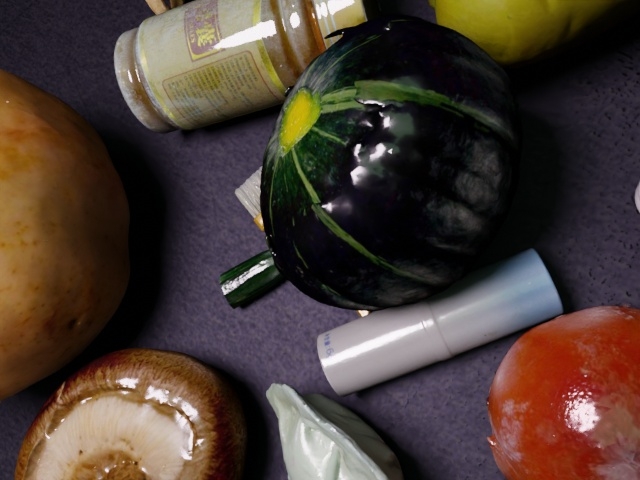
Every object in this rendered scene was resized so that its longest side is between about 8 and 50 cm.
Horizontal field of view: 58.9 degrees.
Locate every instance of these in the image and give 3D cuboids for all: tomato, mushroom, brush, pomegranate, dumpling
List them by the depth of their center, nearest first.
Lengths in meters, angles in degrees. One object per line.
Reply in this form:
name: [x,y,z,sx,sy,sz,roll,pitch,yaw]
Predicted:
tomato: [0.260,0.164,0.508,0.228,0.112,0.199,-45,79,9]
dumpling: [0.011,0.232,0.577,0.219,0.152,0.108,31,88,29]
mushroom: [-0.211,0.268,0.652,0.297,0.163,0.278,-47,59,5]
pomegranate: [-0.429,0.001,0.688,0.411,0.411,0.412,-4,77,19]
brush: [0.000,0.000,0.709,0.103,0.013,0.272,-42,69,7]

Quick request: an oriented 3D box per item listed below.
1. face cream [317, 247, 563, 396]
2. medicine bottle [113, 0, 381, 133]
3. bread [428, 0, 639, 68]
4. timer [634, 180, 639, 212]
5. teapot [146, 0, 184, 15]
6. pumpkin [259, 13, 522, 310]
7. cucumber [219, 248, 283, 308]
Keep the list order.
face cream: [0.123,0.090,0.608,0.250,0.077,0.077,-24,71,14]
medicine bottle: [-0.087,-0.243,0.718,0.322,0.151,0.151,-12,74,17]
bread: [0.275,-0.321,0.561,0.376,0.251,0.208,-30,111,8]
timer: [0.394,0.021,0.454,0.178,0.078,0.254,-24,72,11]
teapot: [-0.240,-0.466,0.815,0.203,0.167,0.312,-8,76,18]
pumpkin: [0.079,-0.062,0.585,0.295,0.296,0.296,-4,77,19]
cucumber: [-0.078,0.041,0.711,0.105,0.048,0.048,-31,70,9]
